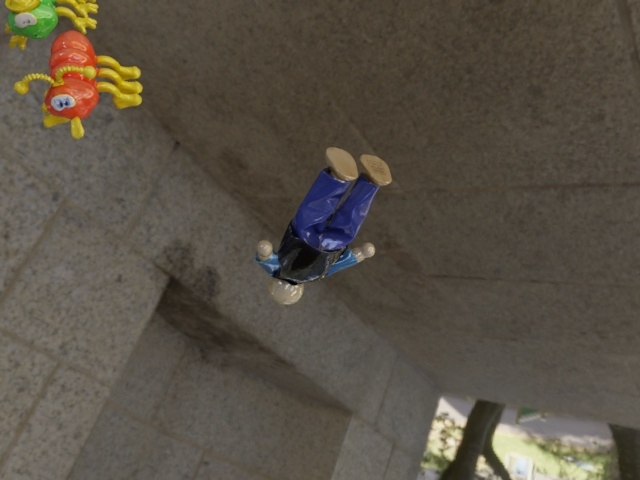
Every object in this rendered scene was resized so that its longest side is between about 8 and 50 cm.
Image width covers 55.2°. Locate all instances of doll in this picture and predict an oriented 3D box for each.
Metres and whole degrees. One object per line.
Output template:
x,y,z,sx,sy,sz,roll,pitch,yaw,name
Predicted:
0.000,0.000,0.592,0.129,0.046,0.189,5,134,-33,doll

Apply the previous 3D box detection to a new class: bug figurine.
-0.305,-0.150,0.529,0.278,0.216,0.072,-16,150,1,bug figurine
